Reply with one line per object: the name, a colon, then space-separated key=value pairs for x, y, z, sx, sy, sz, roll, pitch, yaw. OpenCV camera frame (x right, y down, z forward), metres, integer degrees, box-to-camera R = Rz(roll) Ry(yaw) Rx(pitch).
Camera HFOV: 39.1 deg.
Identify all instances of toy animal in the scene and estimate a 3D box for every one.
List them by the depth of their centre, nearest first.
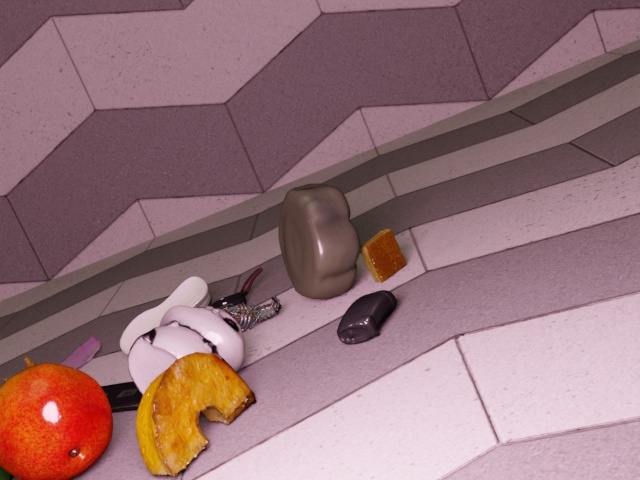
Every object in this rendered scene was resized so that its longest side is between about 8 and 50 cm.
toy animal: x=-0.252 y=0.219 z=1.781 sx=0.187 sy=0.165 sz=0.235 roll=26 pitch=34 yaw=17

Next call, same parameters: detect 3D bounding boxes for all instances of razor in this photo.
razor: x=0.087 y=0.147 z=1.755 sx=0.090 sy=0.054 sz=0.148 roll=-20 pitch=13 yaw=30

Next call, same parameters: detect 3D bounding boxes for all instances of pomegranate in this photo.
pomegranate: x=-0.501 y=0.323 z=1.655 sx=0.220 sy=0.221 sz=0.257 roll=-26 pitch=45 yaw=-13

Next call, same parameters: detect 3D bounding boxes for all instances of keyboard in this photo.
keyboard: x=-0.401 y=0.330 z=1.916 sx=0.316 sy=0.027 sz=0.106 roll=-14 pitch=20 yaw=35

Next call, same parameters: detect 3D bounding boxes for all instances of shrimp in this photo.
shrimp: x=-0.165 y=0.180 z=2.071 sx=0.174 sy=0.076 sz=0.082 roll=-16 pitch=55 yaw=13

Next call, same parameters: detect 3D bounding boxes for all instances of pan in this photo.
pan: x=-0.210 y=0.141 z=2.294 sx=0.114 sy=0.040 sz=0.212 roll=-10 pitch=26 yaw=47

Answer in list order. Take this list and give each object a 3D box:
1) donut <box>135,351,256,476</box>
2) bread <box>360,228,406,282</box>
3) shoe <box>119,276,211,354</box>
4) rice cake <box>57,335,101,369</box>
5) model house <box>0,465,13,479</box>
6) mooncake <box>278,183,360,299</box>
donut: x=-0.232 y=0.279 z=1.562 sx=0.101 sy=0.152 sz=0.259 roll=-22 pitch=9 yaw=39
bread: x=0.141 y=0.035 z=2.017 sx=0.090 sy=0.095 sz=0.035 roll=-34 pitch=16 yaw=-32
shoe: x=-0.378 y=0.204 z=2.273 sx=0.265 sy=0.095 sz=0.110 roll=-39 pitch=-22 yaw=-5
rice cake: x=-0.642 y=0.313 z=2.340 sx=0.036 sy=0.047 sz=0.206 roll=-22 pitch=11 yaw=34
model house: x=-0.784 y=0.426 z=1.745 sx=0.312 sy=0.243 sz=0.357 roll=-27 pitch=15 yaw=-5
mooncake: x=0.000 y=0.000 z=2.042 sx=0.135 sy=0.275 sz=0.275 roll=-10 pitch=9 yaw=-17
